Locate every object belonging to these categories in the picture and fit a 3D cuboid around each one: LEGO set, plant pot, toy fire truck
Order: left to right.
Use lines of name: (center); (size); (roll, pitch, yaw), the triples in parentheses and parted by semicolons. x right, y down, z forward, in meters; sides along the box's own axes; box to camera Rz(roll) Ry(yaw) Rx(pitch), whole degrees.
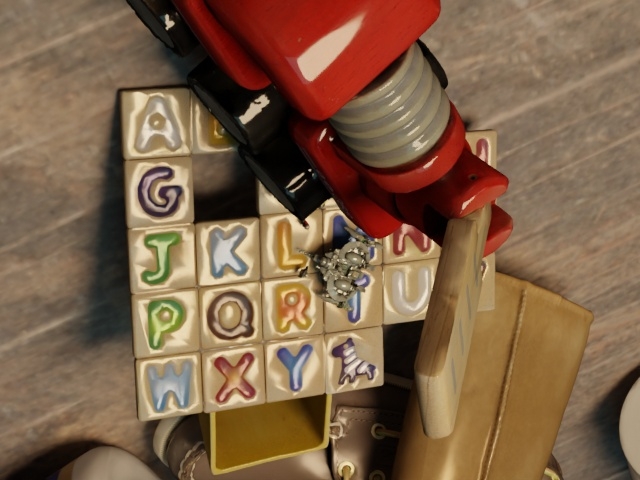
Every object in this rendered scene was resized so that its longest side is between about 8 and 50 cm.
plant pot: (-0.044, 0.090, 0.893); (0.081, 0.083, 0.081); (-11, 134, -15)
LEGO set: (0.010, 0.007, 0.808); (0.054, 0.023, 0.083); (-37, 113, -9)
toy fire truck: (0.021, -0.051, 0.654); (0.158, 0.246, 0.217); (-42, 136, -7)

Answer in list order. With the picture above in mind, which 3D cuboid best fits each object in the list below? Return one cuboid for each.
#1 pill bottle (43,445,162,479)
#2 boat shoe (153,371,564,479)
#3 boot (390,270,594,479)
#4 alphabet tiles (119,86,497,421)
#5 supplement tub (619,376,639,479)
pill bottle: (-0.213, 0.271, 0.933); (0.265, 0.153, 0.153); (-34, 136, 7)
boat shoe: (0.040, 0.163, 0.990); (0.324, 0.096, 0.116); (7, 126, -30)
boot: (0.061, 0.143, 0.904); (0.236, 0.089, 0.269); (24, 78, -38)
alphabet tiles: (0.000, 0.000, 0.821); (0.237, 0.009, 0.198); (-6, 105, -19)
supplement tub: (0.340, 0.186, 1.118); (0.144, 0.144, 0.200); (-37, 135, 10)
